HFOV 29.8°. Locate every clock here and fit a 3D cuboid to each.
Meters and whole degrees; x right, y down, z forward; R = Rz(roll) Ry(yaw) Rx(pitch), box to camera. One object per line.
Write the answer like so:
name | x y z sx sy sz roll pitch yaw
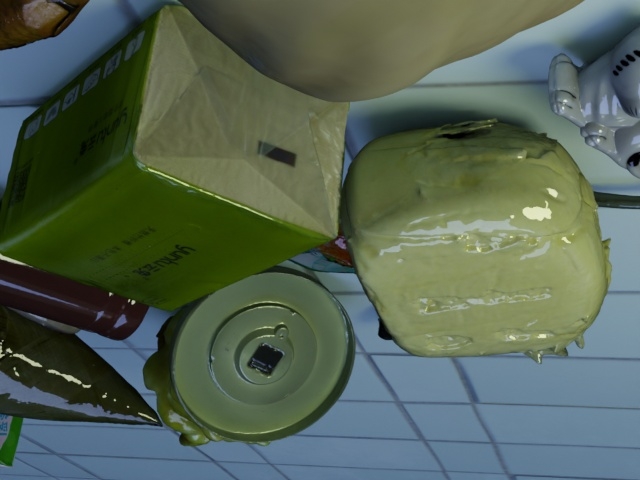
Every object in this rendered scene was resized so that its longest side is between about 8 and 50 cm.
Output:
clock | 0.279 -0.110 0.959 0.176 0.080 0.117 26 150 -35
clock | -0.071 0.144 1.496 0.234 0.235 0.029 16 -168 -22

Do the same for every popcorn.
popcorn | -0.116 0.192 1.641 0.254 0.195 0.256 6 176 14

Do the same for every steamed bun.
steamed bun | 0.148 -0.007 1.126 0.231 0.166 0.273 -12 140 17

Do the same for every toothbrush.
toothbrush | 0.231 -0.044 1.195 0.297 0.031 0.030 -1 174 20

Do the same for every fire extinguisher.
fire extinguisher | -0.364 0.014 1.387 0.337 0.114 0.135 22 -173 -34

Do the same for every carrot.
carrot | -0.287 -0.176 0.971 0.260 0.070 0.070 -10 152 35

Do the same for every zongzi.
zongzi | -0.408 0.149 1.563 0.360 0.160 0.323 19 168 24

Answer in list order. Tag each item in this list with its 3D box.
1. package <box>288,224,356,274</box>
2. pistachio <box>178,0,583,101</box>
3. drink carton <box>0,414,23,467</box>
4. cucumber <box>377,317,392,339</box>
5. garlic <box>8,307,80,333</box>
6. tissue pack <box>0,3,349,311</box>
package | 0.000 0.000 1.347 0.231 0.040 0.166 12 157 -9
pistachio | -0.023 -0.244 0.510 0.365 0.282 0.445 2 144 32
drink carton | -0.603 0.260 1.968 0.108 0.161 0.271 -3 153 22
cucumber | 0.156 0.098 1.535 0.220 0.046 0.070 -7 146 29
garlic | -0.376 0.060 1.534 0.198 0.091 0.128 22 167 -40
tissue pack | -0.136 -0.059 1.075 0.200 0.167 0.274 21 154 -32
